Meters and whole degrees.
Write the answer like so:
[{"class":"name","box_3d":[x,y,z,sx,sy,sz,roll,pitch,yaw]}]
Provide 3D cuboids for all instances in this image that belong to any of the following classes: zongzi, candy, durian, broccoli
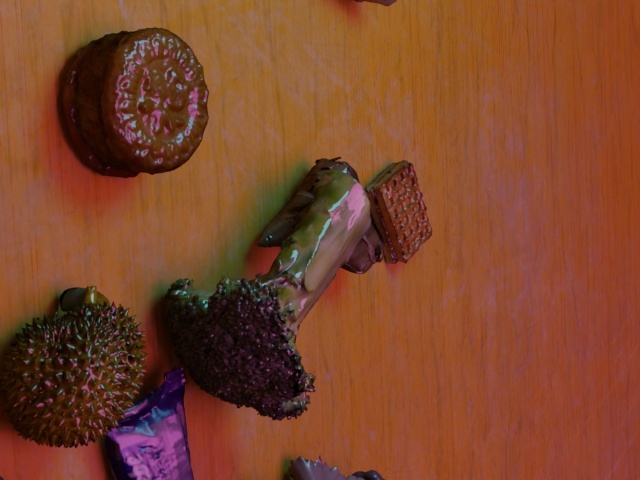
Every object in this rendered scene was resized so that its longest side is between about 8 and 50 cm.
[{"class":"zongzi","box_3d":[0.000,0.000,1.965,0.197,0.099,0.194,-49,128,-27]},{"class":"candy","box_3d":[-0.211,0.312,1.714,0.145,0.070,0.275,-21,112,-44]},{"class":"durian","box_3d":[-0.280,0.158,1.553,0.198,0.146,0.159,-40,123,-41]},{"class":"broccoli","box_3d":[-0.051,0.050,1.771,0.252,0.221,0.361,32,70,-43]}]

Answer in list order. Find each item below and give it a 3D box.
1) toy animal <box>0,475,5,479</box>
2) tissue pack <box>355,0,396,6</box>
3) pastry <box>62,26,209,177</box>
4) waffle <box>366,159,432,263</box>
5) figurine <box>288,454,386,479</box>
[{"class":"toy animal","box_3d":[-0.379,0.326,1.476,0.367,0.081,0.205,59,29,-36]},{"class":"tissue pack","box_3d":[0.045,-0.500,1.982,0.257,0.123,0.215,27,72,-49]},{"class":"pastry","box_3d":[-0.227,-0.169,1.648,0.189,0.103,0.188,-4,95,-52]},{"class":"waffle","box_3d":[0.129,-0.047,2.168,0.102,0.042,0.148,-43,124,-41]},{"class":"figurine","box_3d":[-0.025,0.415,1.884,0.387,0.166,0.207,-4,77,-56]}]
